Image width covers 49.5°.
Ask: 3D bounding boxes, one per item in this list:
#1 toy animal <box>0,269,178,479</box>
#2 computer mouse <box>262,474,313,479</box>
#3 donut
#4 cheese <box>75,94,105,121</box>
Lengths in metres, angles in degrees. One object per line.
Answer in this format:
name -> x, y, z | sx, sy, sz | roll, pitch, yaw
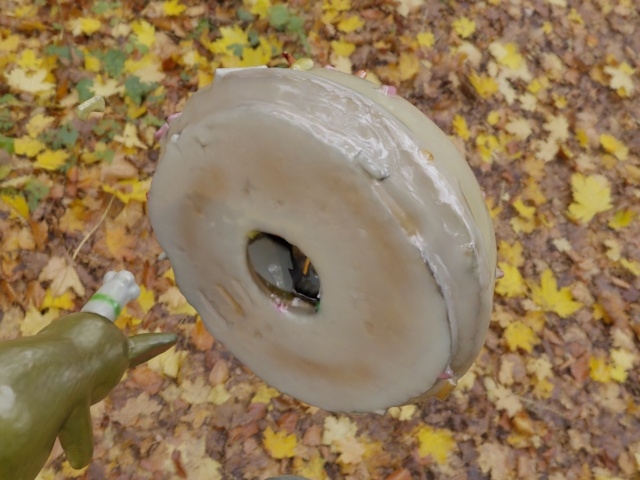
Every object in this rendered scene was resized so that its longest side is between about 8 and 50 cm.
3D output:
toy animal -> -0.328, 0.176, 0.872 | 0.181, 0.180, 0.363 | 34, 22, 13
computer mouse -> 0.026, 0.601, 1.380 | 0.371, 0.188, 0.122 | 51, 50, 3
donut -> 0.000, 0.000, 0.697 | 0.382, 0.382, 0.142 | 44, 46, 2
cheese -> -0.533, -0.304, 1.605 | 0.030, 0.044, 0.083 | 6, 37, 27
